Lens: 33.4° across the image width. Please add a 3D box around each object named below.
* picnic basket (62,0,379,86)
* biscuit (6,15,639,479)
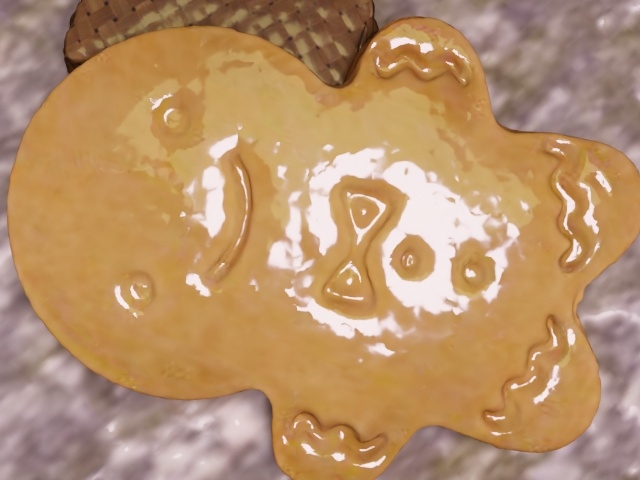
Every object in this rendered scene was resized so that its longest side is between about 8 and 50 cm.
[{"bbox_3d":[-0.059,-0.124,0.654,0.193,0.055,0.110,16,78,-2],"label":"picnic basket"},{"bbox_3d":[0.000,0.000,0.602,0.354,0.052,0.275,16,92,-2],"label":"biscuit"}]
